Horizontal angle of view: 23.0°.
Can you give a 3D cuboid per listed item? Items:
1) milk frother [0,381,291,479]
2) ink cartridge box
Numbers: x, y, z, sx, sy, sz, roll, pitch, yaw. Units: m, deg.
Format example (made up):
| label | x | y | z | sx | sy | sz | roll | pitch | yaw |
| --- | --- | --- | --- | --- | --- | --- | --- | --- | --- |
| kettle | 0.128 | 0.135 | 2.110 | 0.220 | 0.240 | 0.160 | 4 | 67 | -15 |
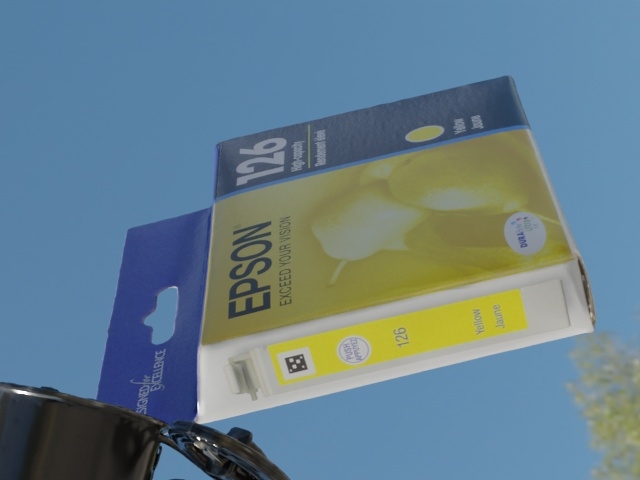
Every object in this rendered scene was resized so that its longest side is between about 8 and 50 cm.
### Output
| label | x | y | z | sx | sy | sz | roll | pitch | yaw |
| --- | --- | --- | --- | --- | --- | --- | --- | --- | --- |
| milk frother | -0.092 | 0.141 | 0.692 | 0.129 | 0.143 | 0.135 | 18 | -103 | -23 |
| ink cartridge box | 0.000 | 0.000 | 1.025 | 0.304 | 0.307 | 0.072 | -94 | -8 | -63 |
